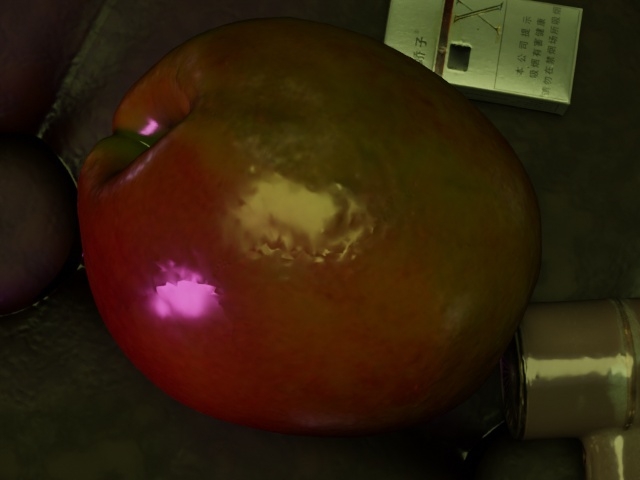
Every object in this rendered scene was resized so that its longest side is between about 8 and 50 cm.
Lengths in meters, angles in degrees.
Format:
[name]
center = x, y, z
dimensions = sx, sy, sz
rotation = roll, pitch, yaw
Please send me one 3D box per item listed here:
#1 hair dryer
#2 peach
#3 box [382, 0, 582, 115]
[hair dryer]
center = 0.240, 0.214, 1.112
dimensions = 0.189, 0.107, 0.344
rotation = -3, 88, -3
[peach]
center = 0.000, 0.000, 1.042
dimensions = 0.332, 0.308, 0.308
rotation = 24, 79, -24
[box]
center = 0.128, -0.156, 1.196
dimensions = 0.154, 0.040, 0.084
rotation = 10, 80, 0
